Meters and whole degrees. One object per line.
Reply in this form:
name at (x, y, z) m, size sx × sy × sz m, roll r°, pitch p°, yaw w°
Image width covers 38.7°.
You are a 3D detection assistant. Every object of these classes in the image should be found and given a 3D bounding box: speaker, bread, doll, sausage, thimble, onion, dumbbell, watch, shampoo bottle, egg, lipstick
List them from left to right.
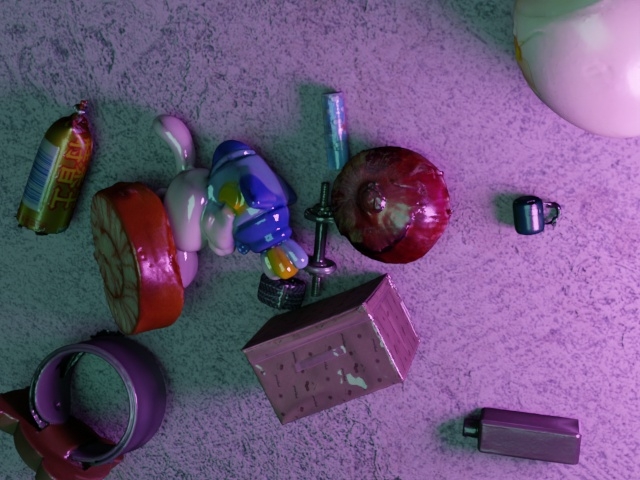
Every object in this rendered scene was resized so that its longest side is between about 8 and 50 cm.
sausage at (-0.571, -0.170, 2.022) m, size 0.117 × 0.125 × 0.317 m, roll 28°, pitch 107°, yaw 9°
watch at (-0.549, 0.369, 2.105) m, size 0.335 × 0.314 × 0.327 m, roll 38°, pitch 99°, yaw 13°
bread at (-0.397, 0.038, 1.961) m, size 0.114 × 0.295 × 0.328 m, roll -14°, pitch 101°, yaw -27°
doll at (-0.191, -0.072, 1.931) m, size 0.365 × 0.187 × 0.376 m, roll 5°, pitch 124°, yaw 23°
thimble at (-0.084, 0.109, 1.988) m, size 0.095 × 0.104 × 0.066 m, roll 7°, pitch 101°, yaw -30°
dumbbell at (0.000, 0.000, 1.939) m, size 0.081 × 0.081 × 0.254 m, roll 9°, pitch 108°, yaw 12°
lipstick at (0.031, -0.227, 1.885) m, size 0.048 × 0.048 × 0.158 m, roll -2°, pitch 104°, yaw 15°
onion at (0.136, -0.073, 1.828) m, size 0.246 × 0.190 × 0.246 m, roll 1°, pitch 92°, yaw 26°
shampoo bottle at (0.429, 0.415, 1.948) m, size 0.246 × 0.080 × 0.079 m, roll 5°, pitch 105°, yaw 13°
speaker at (0.435, -0.051, 1.825) m, size 0.094 × 0.060 × 0.075 m, roll -5°, pitch 105°, yaw 15°
egg at (0.501, -0.341, 1.613) m, size 0.283 × 0.283 × 0.345 m, roll -30°, pitch 109°, yaw 20°

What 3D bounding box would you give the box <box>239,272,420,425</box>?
box at (0.028, 0.225, 1.919) m, size 0.297 × 0.225 × 0.190 m, roll -22°, pitch 98°, yaw 20°
